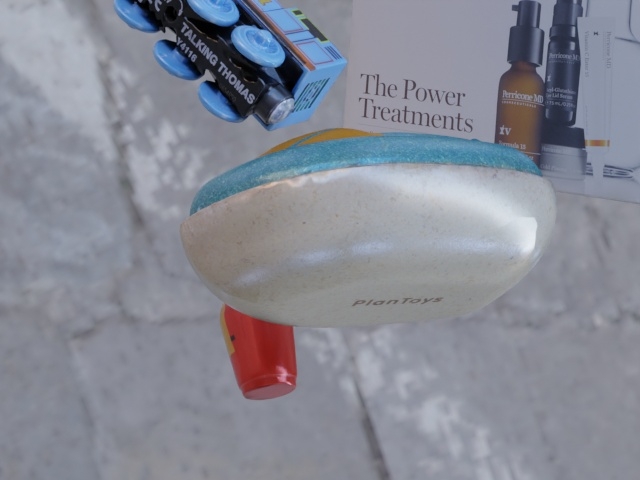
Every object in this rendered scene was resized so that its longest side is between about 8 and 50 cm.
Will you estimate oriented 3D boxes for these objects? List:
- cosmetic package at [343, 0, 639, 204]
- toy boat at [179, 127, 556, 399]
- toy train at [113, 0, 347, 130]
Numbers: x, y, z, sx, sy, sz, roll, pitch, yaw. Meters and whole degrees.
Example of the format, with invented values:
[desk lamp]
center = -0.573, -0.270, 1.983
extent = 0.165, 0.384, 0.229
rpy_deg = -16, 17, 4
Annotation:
[cosmetic package]
center = 0.208, -0.197, 1.874
extent = 0.097, 0.377, 0.284
rpy_deg = -8, 105, -57
[toy boat]
center = 0.000, 0.000, 1.381
extent = 0.267, 0.318, 0.148
rpy_deg = 0, 68, -28
[toy train]
center = -0.072, -0.157, 1.413
extent = 0.184, 0.080, 0.105
rpy_deg = 46, 32, 18
